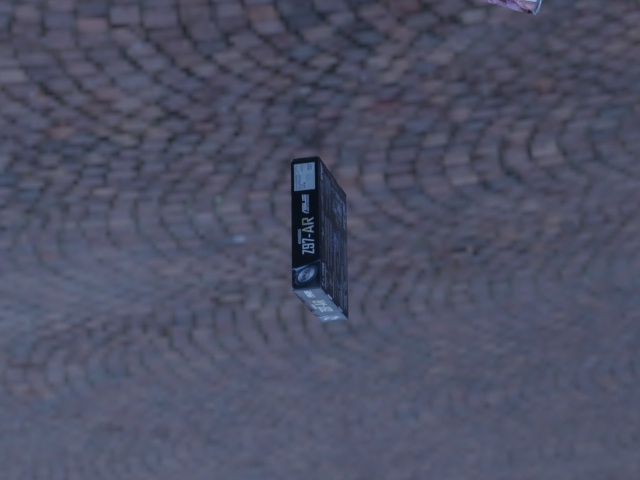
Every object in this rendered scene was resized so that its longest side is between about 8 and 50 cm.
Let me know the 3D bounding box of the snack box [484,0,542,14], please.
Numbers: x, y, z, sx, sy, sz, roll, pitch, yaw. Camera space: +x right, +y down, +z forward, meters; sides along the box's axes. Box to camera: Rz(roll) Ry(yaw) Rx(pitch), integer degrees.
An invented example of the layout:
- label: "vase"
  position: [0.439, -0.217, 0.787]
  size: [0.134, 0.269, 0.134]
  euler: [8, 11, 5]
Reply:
- label: "snack box"
  position: [0.008, -0.196, 0.631]
  size: [0.207, 0.175, 0.070]
  euler: [16, 160, 9]

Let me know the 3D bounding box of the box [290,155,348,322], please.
- label: "box"
  position: [0.000, 0.000, 1.018]
  size: [0.018, 0.083, 0.067]
  euler: [-6, 160, 14]
